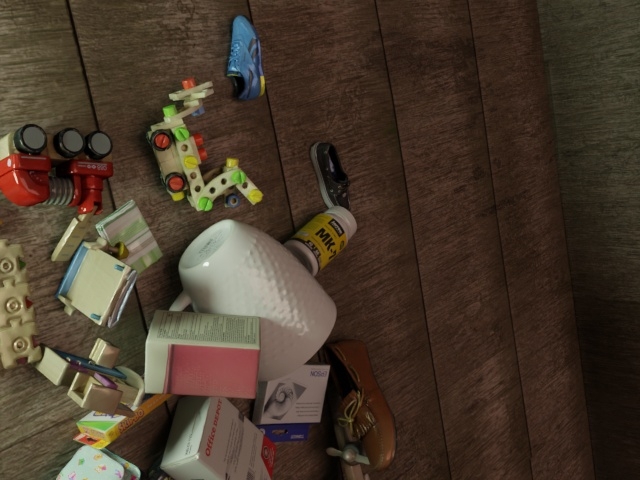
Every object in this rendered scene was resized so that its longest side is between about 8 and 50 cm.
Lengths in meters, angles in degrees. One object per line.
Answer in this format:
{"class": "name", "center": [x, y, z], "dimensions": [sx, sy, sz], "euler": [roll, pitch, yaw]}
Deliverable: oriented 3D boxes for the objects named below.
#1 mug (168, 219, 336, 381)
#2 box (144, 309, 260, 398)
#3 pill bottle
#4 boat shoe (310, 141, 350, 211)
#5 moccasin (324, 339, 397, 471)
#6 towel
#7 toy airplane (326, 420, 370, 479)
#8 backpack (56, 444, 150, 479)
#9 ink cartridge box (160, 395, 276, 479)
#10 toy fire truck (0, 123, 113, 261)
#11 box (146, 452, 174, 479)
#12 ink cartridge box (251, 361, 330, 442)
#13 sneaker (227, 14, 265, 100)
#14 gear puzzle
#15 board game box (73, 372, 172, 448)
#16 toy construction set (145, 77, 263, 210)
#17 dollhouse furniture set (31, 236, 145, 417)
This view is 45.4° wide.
{"class": "mug", "center": [-0.199, 0.156, 1.795], "dimensions": [0.374, 0.276, 0.328], "euler": [-44, 115, -11]}
{"class": "box", "center": [-0.245, 0.239, 1.618], "dimensions": [0.232, 0.149, 0.127], "euler": [4, 110, -6]}
{"class": "pill bottle", "center": [0.000, 0.000, 2.077], "dimensions": [0.208, 0.119, 0.119], "euler": [-43, 119, -36]}
{"class": "boat shoe", "center": [0.045, -0.172, 2.148], "dimensions": [0.080, 0.076, 0.229], "euler": [-35, 115, -39]}
{"class": "moccasin", "center": [0.102, 0.443, 2.084], "dimensions": [0.147, 0.139, 0.380], "euler": [0, 58, -29]}
{"class": "towel", "center": [-0.423, 0.001, 1.717], "dimensions": [0.113, 0.023, 0.152], "euler": [-42, 119, -35]}
{"class": "toy airplane", "center": [0.121, 0.748, 2.102], "dimensions": [0.386, 0.272, 0.384], "euler": [47, 38, -19]}
{"class": "backpack", "center": [-0.465, 0.530, 1.576], "dimensions": [0.188, 0.165, 0.144], "euler": [-58, 150, -22]}
{"class": "ink cartridge box", "center": [-0.233, 0.507, 1.804], "dimensions": [0.273, 0.114, 0.197], "euler": [53, 28, -33]}
{"class": "toy fire truck", "center": [-0.534, -0.089, 1.538], "dimensions": [0.217, 0.158, 0.246], "euler": [-1, 81, -46]}
{"class": "box", "center": [-0.368, 0.634, 1.759], "dimensions": [0.233, 0.059, 0.183], "euler": [-49, 123, -32]}
{"class": "ink cartridge box", "center": [-0.081, 0.433, 2.033], "dimensions": [0.223, 0.045, 0.224], "euler": [10, 90, -44]}
{"class": "sneaker", "center": [-0.195, -0.455, 1.907], "dimensions": [0.082, 0.069, 0.209], "euler": [-17, 103, -40]}
{"class": "gear puzzle", "center": [-0.653, 0.088, 1.480], "dimensions": [0.175, 0.044, 0.339], "euler": [-12, 97, -43]}
{"class": "board game box", "center": [-0.410, 0.355, 1.666], "dimensions": [0.259, 0.124, 0.039], "euler": [-39, 116, -38]}
{"class": "toy construction set", "center": [-0.279, -0.209, 1.769], "dimensions": [0.215, 0.151, 0.328], "euler": [-22, 100, -17]}
{"class": "dollhouse furniture set", "center": [-0.397, 0.172, 1.561], "dimensions": [0.198, 0.286, 0.303], "euler": [28, 83, -42]}
